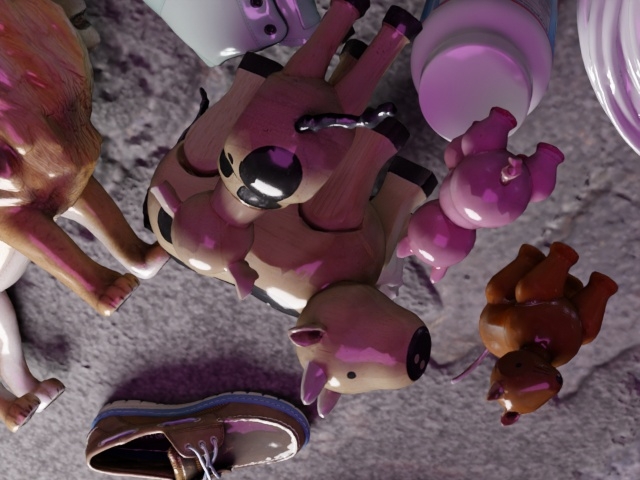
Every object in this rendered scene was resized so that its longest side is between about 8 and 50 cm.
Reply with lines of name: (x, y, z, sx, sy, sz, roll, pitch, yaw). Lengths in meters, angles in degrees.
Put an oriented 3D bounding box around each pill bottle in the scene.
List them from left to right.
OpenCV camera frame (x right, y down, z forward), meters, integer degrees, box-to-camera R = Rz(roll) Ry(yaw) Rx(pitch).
pill bottle: (0.102, -0.122, 0.927, 0.087, 0.160, 0.087, 5, 121, 9)

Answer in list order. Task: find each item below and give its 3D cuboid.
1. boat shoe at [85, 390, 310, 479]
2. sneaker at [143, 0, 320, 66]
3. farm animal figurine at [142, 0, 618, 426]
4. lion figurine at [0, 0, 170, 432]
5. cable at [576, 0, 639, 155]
boat shoe: (-0.100, 0.167, 1.189, 0.183, 0.066, 0.066, -6, 119, 14)
sneaker: (-0.016, -0.211, 0.936, 0.256, 0.094, 0.151, -31, 104, 35)
farm animal figurine: (0.000, 0.000, 0.884, 0.172, 0.326, 0.330, -55, 131, -11)
lion figurine: (-0.250, -0.005, 1.080, 0.240, 0.142, 0.392, 42, 125, 0)
cable: (0.287, -0.152, 0.917, 0.257, 0.089, 0.257, -23, 113, 23)
